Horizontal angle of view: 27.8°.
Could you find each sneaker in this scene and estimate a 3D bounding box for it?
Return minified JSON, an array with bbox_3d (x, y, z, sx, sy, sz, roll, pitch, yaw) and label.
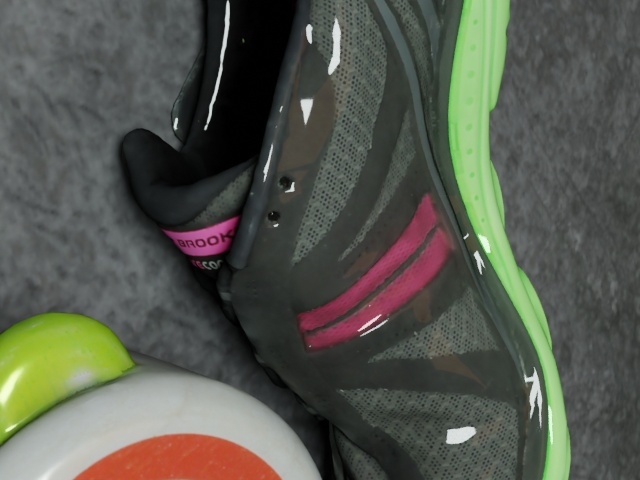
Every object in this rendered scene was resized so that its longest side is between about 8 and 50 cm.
[{"bbox_3d":[0.000,0.000,0.683,0.202,0.185,0.482,-14,100,-26],"label":"sneaker"}]

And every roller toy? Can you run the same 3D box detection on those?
[{"bbox_3d":[-0.104,0.146,0.576,0.191,0.146,0.209,25,81,-35],"label":"roller toy"}]
